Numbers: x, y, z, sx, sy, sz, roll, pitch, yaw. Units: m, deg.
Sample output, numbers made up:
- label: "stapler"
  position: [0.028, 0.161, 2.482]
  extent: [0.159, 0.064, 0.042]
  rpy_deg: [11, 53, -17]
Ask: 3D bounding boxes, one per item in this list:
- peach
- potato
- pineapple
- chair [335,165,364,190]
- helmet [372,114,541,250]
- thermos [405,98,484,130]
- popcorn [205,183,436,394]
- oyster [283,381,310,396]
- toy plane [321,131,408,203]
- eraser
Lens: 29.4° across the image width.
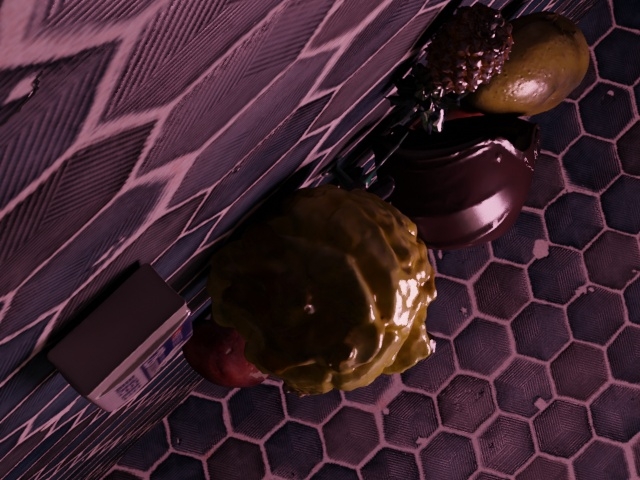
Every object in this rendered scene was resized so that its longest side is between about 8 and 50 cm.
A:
- label: "peach"
  position: [-0.129, 0.162, 1.909]
  extent: [0.152, 0.152, 0.152]
  rpy_deg: [-44, 176, -3]
- label: "potato"
  position: [0.295, -0.257, 1.778]
  extent: [0.248, 0.143, 0.169]
  rpy_deg: [-22, 152, -46]
- label: "pineapple"
  position: [0.149, -0.194, 1.350]
  extent: [0.103, 0.083, 0.221]
  rpy_deg: [-41, 178, -28]
- label: "chair"
  position: [0.000, 0.000, 1.852]
  extent: [0.145, 0.221, 0.140]
  rpy_deg: [-1, -173, 12]
- label: "helmet"
  position: [0.205, -0.083, 1.775]
  extent: [0.225, 0.177, 0.305]
  rpy_deg: [1, -169, 31]
- label: "thermos"
  position: [0.212, -0.199, 1.963]
  extent: [0.124, 0.099, 0.232]
  rpy_deg: [6, 145, -36]
- label: "popcorn"
  position: [-0.002, 0.063, 1.464]
  extent: [0.293, 0.293, 0.237]
  rpy_deg: [-46, -178, 26]
- label: "oyster"
  position: [0.007, 0.090, 1.687]
  extent: [0.223, 0.083, 0.214]
  rpy_deg: [-55, -165, 12]
- label: "toy plane"
  position: [-0.014, -0.006, 1.655]
  extent: [0.381, 0.106, 0.155]
  rpy_deg: [-47, -179, 37]
- label: "eraser"
  position: [-0.183, 0.095, 1.140]
  extent: [0.124, 0.068, 0.210]
  rpy_deg: [-42, 175, -12]
